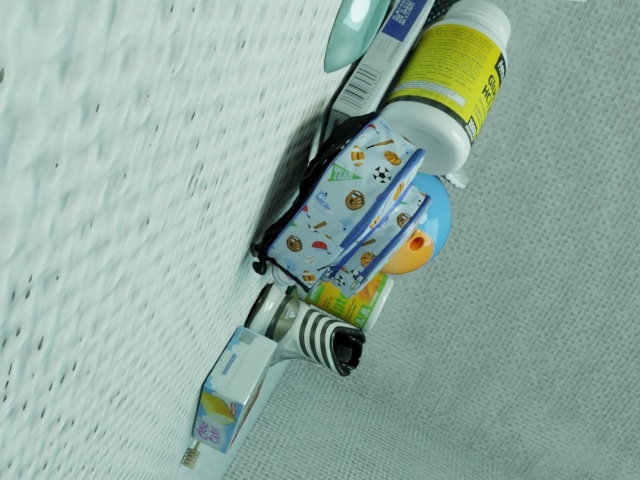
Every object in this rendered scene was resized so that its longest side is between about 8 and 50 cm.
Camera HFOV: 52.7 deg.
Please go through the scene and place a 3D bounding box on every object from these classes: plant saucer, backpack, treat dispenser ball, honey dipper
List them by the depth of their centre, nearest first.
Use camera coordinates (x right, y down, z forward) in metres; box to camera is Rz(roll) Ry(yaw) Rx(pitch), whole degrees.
[{"bbox_3d":[0.064,-0.319,0.909,0.195,0.037,0.195,-63,176,-8],"label":"plant saucer"},{"bbox_3d":[0.052,-0.059,1.024,0.263,0.213,0.276,-61,178,42],"label":"backpack"},{"bbox_3d":[-0.262,0.430,1.450,0.030,0.030,0.161,106,7,-64],"label":"honey dipper"},{"bbox_3d":[0.167,-0.059,1.539,0.288,0.288,0.288,-63,175,-10],"label":"treat dispenser ball"}]

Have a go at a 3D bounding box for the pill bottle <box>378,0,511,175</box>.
[{"bbox_3d":[0.255,-0.310,1.276,0.334,0.188,0.188,-62,175,-22],"label":"pill bottle"}]

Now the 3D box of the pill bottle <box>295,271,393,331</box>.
[{"bbox_3d":[0.030,0.096,1.471,0.136,0.245,0.136,-63,175,-11],"label":"pill bottle"}]

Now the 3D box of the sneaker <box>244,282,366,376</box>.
[{"bbox_3d":[-0.042,0.263,1.523,0.169,0.257,0.447,-62,175,-20],"label":"sneaker"}]

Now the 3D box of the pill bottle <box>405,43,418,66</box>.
[{"bbox_3d":[0.266,-0.369,1.537,0.323,0.181,0.181,-49,178,10],"label":"pill bottle"}]

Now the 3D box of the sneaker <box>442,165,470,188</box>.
[{"bbox_3d":[0.282,-0.223,1.454,0.115,0.281,0.105,-42,-139,4],"label":"sneaker"}]

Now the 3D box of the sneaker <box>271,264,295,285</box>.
[{"bbox_3d":[-0.001,-0.001,1.332,0.161,0.102,0.282,-27,-173,43],"label":"sneaker"}]

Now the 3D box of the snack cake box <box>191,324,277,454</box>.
[{"bbox_3d":[-0.179,0.312,1.327,0.264,0.089,0.152,111,5,-49],"label":"snack cake box"}]

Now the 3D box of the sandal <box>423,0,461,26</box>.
[{"bbox_3d":[0.286,-0.606,1.489,0.446,0.107,0.167,-37,154,-50],"label":"sandal"}]

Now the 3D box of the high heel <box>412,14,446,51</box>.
[{"bbox_3d":[0.261,-0.492,1.686,0.261,0.093,0.186,-47,166,-13],"label":"high heel"}]

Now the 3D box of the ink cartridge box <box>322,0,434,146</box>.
[{"bbox_3d":[0.090,-0.270,1.265,0.324,0.071,0.330,-61,178,-24],"label":"ink cartridge box"}]

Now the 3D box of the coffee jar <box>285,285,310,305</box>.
[{"bbox_3d":[-0.041,0.121,1.837,0.184,0.079,0.096,-64,173,20],"label":"coffee jar"}]
